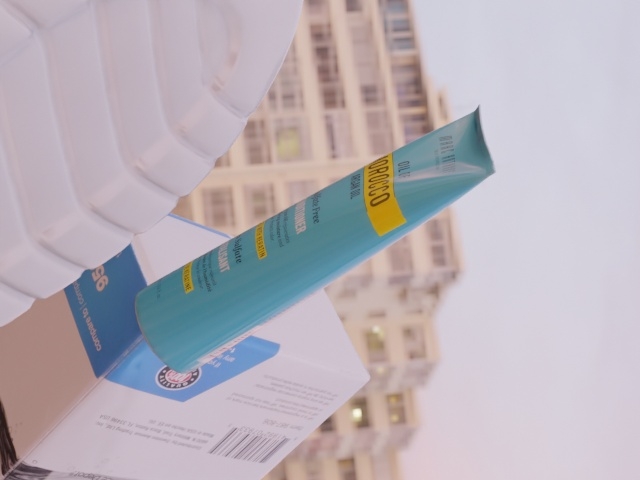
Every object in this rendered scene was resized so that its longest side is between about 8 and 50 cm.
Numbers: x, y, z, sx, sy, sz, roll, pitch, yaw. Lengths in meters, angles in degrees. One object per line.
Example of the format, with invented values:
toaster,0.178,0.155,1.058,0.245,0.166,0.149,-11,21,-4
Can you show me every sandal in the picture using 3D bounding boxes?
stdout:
sandal,-0.181,-0.021,0.558,0.102,0.416,0.169,37,-21,34

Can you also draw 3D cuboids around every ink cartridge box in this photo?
ink cartridge box,-0.197,0.172,1.465,0.395,0.285,0.166,-45,-130,21

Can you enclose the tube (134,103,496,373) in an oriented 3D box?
tube,0.000,0.000,0.774,0.052,0.207,0.080,50,18,-28
